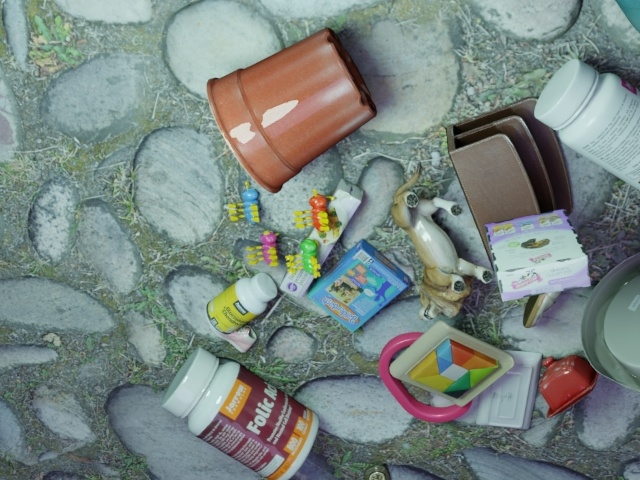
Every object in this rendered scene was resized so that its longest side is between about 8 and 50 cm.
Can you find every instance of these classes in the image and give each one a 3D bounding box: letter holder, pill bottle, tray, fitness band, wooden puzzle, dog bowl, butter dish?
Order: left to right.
[{"bbox_3d":[-0.219,0.472,1.881,0.392,0.224,0.224,35,120,-11],"label":"pill bottle"},{"bbox_3d":[-0.201,0.159,1.763,0.184,0.103,0.103,-35,109,26],"label":"pill bottle"},{"bbox_3d":[0.281,0.366,1.833,0.209,0.054,0.291,-27,111,26],"label":"fitness band"},{"bbox_3d":[0.327,0.318,1.714,0.238,0.044,0.221,28,125,-18],"label":"wooden puzzle"},{"bbox_3d":[0.499,0.405,1.826,0.145,0.030,0.270,4,121,9],"label":"tray"},{"bbox_3d":[0.419,-0.121,1.461,0.214,0.152,0.302,-18,115,18],"label":"letter holder"},{"bbox_3d":[0.604,0.340,1.718,0.118,0.160,0.160,48,120,9],"label":"butter dish"},{"bbox_3d":[0.580,-0.228,1.361,0.283,0.160,0.160,29,121,-8],"label":"pill bottle"},{"bbox_3d":[0.742,0.178,1.479,0.102,0.349,0.348,37,120,-26],"label":"dog bowl"}]

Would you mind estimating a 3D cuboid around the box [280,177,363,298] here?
[{"bbox_3d":[0.000,0.000,1.655,0.063,0.067,0.324,28,122,-5],"label":"box"}]

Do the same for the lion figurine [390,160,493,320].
[{"bbox_3d":[0.251,0.007,1.570,0.142,0.240,0.392,-24,100,-14],"label":"lion figurine"}]

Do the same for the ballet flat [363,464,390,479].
[{"bbox_3d":[0.160,0.778,2.089,0.084,0.058,0.250,12,122,2],"label":"ballet flat"}]

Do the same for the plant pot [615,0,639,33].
[{"bbox_3d":[0.658,-0.435,1.182,0.271,0.272,0.255,-31,126,25],"label":"plant pot"}]

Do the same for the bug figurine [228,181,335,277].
[{"bbox_3d":[-0.081,-0.026,1.611,0.279,0.072,0.216,8,113,30],"label":"bug figurine"}]

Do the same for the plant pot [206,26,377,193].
[{"bbox_3d":[-0.045,-0.278,1.400,0.265,0.272,0.272,-28,112,15],"label":"plant pot"}]

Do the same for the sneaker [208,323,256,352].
[{"bbox_3d":[-0.230,0.241,1.849,0.134,0.051,0.070,40,117,-17],"label":"sneaker"}]

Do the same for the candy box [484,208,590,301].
[{"bbox_3d":[0.419,0.025,1.345,0.164,0.196,0.070,-11,117,12],"label":"candy box"}]

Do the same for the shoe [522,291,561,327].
[{"bbox_3d":[0.542,0.125,1.625,0.058,0.076,0.219,20,120,4],"label":"shoe"}]

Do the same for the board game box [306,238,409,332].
[{"bbox_3d":[0.092,0.116,1.717,0.160,0.047,0.210,39,119,-14],"label":"board game box"}]
